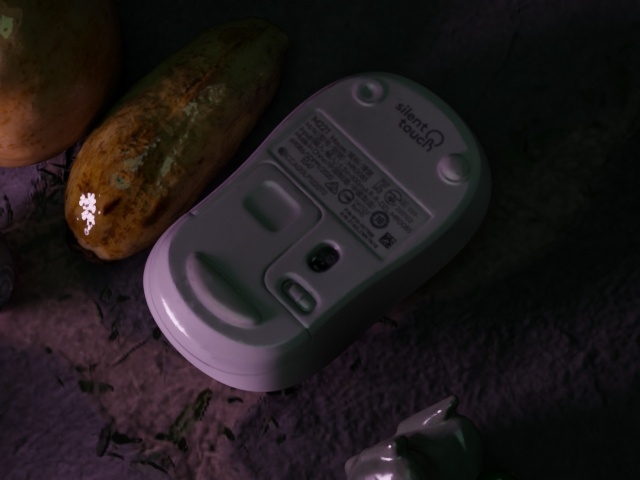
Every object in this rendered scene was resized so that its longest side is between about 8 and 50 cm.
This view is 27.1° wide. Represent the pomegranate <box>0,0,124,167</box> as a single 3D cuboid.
[{"bbox_3d":[-0.268,-0.161,1.118,0.207,0.207,0.207,-2,75,8],"label":"pomegranate"}]

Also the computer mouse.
[{"bbox_3d":[0.000,0.000,1.071,0.184,0.121,0.297,39,70,17],"label":"computer mouse"}]

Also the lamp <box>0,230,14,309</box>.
[{"bbox_3d":[-0.309,0.026,1.114,0.105,0.105,0.105,-2,75,8],"label":"lamp"}]

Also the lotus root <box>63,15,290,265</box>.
[{"bbox_3d":[-0.128,-0.092,1.126,0.110,0.097,0.258,34,79,18],"label":"lotus root"}]

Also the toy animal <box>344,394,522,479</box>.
[{"bbox_3d":[0.120,0.234,1.012,0.236,0.138,0.108,54,47,-6],"label":"toy animal"}]
